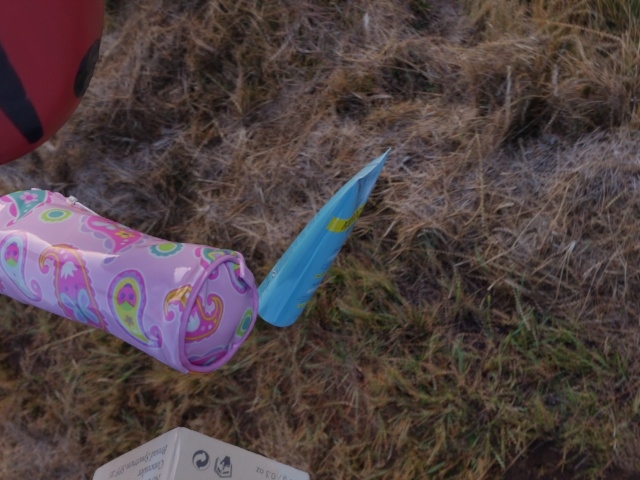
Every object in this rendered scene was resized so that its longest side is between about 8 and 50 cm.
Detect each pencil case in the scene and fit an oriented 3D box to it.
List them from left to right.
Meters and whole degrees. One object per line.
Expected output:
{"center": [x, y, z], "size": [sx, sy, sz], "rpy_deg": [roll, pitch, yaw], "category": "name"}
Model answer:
{"center": [-0.199, 0.029, 0.616], "size": [0.284, 0.124, 0.124], "rpy_deg": [17, 108, 27], "category": "pencil case"}

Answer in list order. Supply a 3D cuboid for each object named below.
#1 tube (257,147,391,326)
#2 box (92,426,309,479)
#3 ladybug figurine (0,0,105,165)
{"center": [0.000, 0.000, 0.627], "size": [0.052, 0.080, 0.207], "rpy_deg": [34, 124, 0], "category": "tube"}
{"center": [-0.107, 0.301, 0.416], "size": [0.121, 0.311, 0.148], "rpy_deg": [31, 133, -28], "category": "box"}
{"center": [-0.246, -0.181, 0.331], "size": [0.162, 0.449, 0.305], "rpy_deg": [37, 72, 23], "category": "ladybug figurine"}
